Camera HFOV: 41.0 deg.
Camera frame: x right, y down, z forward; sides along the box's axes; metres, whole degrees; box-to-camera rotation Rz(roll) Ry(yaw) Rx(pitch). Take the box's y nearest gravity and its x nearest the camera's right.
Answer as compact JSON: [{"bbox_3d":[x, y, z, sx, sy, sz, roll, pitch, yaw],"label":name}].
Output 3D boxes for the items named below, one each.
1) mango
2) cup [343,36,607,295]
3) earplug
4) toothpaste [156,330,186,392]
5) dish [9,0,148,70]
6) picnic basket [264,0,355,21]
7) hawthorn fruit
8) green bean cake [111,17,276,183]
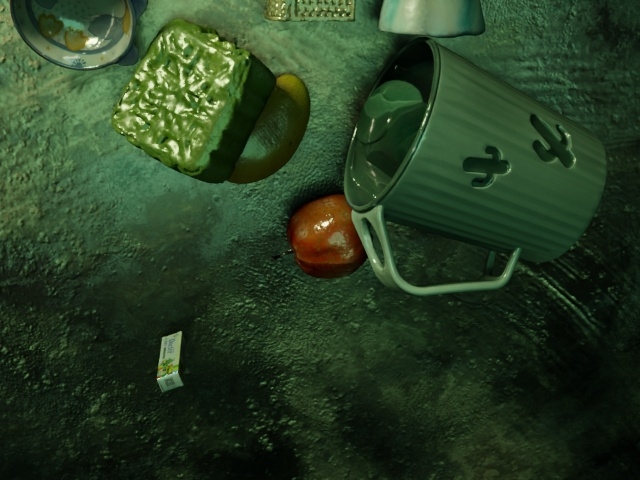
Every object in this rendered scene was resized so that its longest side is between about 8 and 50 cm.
[{"bbox_3d":[-0.101,-0.197,1.550,0.136,0.099,0.227,40,92,-11],"label":"mango"},{"bbox_3d":[0.243,-0.105,1.515,0.392,0.310,0.401,20,112,-18],"label":"cup"},{"bbox_3d":[0.194,-0.511,1.415,0.185,0.185,0.324,-1,111,-6],"label":"earplug"},{"bbox_3d":[-0.285,0.232,1.642,0.046,0.164,0.034,-18,113,1],"label":"toothpaste"},{"bbox_3d":[-0.394,-0.398,1.430,0.228,0.086,0.236,-17,131,15],"label":"dish"},{"bbox_3d":[-0.024,-0.468,1.438,0.154,0.134,0.196,-1,110,-9],"label":"picnic basket"},{"bbox_3d":[0.000,0.000,1.600,0.194,0.157,0.157,-17,111,9],"label":"hawthorn fruit"},{"bbox_3d":[-0.215,-0.243,1.467,0.222,0.125,0.248,31,93,23],"label":"green bean cake"}]
